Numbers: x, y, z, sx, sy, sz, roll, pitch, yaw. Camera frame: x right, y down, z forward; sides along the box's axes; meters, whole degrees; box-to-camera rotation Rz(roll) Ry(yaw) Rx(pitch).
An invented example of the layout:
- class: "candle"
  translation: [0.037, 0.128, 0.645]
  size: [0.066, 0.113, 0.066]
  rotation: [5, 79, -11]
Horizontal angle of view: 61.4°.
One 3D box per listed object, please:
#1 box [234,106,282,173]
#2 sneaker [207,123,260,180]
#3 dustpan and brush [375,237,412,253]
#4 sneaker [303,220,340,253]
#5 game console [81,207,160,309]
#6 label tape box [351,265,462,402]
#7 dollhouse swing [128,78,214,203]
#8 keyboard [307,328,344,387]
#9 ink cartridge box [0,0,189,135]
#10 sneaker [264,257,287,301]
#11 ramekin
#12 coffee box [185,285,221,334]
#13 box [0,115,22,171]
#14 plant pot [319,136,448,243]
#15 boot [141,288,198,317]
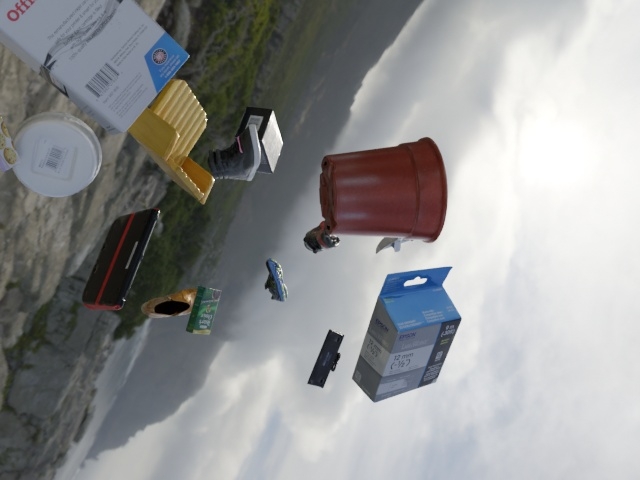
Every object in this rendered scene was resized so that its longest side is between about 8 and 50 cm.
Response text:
- class: "box"
  translation: [-0.227, -0.372, 2.013]
  size: [0.207, 0.108, 0.153]
  rotation: [78, 24, -60]
- class: "sneaker"
  translation: [-0.273, -0.262, 1.669]
  size: [0.296, 0.146, 0.105]
  rotation: [128, -46, -66]
- class: "dustpan and brush"
  translation: [0.270, -0.001, 1.897]
  size: [0.211, 0.147, 0.060]
  rotation: [79, -9, -63]
- class: "sneaker"
  translation: [0.000, 0.000, 2.117]
  size: [0.135, 0.098, 0.276]
  rotation: [-36, -170, 4]
- class: "game console"
  translation: [-0.739, 0.071, 1.994]
  size: [0.342, 0.060, 0.387]
  rotation: [-6, -118, 45]
- class: "label tape box"
  translation: [0.251, 0.251, 1.467]
  size: [0.115, 0.249, 0.348]
  rotation: [43, -54, 43]
- class: "dollhouse swing"
  translation: [-0.508, -0.394, 2.093]
  size: [0.305, 0.315, 0.347]
  rotation: [-48, 153, -11]
- class: "keyboard"
  translation: [0.022, 0.373, 1.695]
  size: [0.023, 0.108, 0.180]
  rotation: [17, -99, 44]
- class: "ink cartridge box"
  translation: [-0.597, -0.514, 1.401]
  size: [0.285, 0.395, 0.166]
  rotation: [-55, -151, -14]
- class: "sneaker"
  translation: [-0.177, 0.153, 2.003]
  size: [0.067, 0.078, 0.188]
  rotation: [-68, 152, -54]
- class: "ramekin"
  translation: [-0.858, -0.272, 1.747]
  size: [0.277, 0.277, 0.135]
  rotation: [-59, -153, 4]
- class: "coffee box"
  translation: [-0.457, 0.276, 2.115]
  size: [0.113, 0.040, 0.184]
  rotation: [29, 75, -63]
- class: "box"
  translation: [-0.925, -0.339, 1.483]
  size: [0.067, 0.063, 0.324]
  rotation: [-45, 150, -37]
- class: "plant pot"
  translation: [0.143, -0.119, 1.360]
  size: [0.272, 0.265, 0.273]
  rotation: [176, -90, -80]
- class: "boot"
  translation: [-0.546, 0.255, 2.131]
  size: [0.211, 0.295, 0.104]
  rotation: [-6, -88, 54]
